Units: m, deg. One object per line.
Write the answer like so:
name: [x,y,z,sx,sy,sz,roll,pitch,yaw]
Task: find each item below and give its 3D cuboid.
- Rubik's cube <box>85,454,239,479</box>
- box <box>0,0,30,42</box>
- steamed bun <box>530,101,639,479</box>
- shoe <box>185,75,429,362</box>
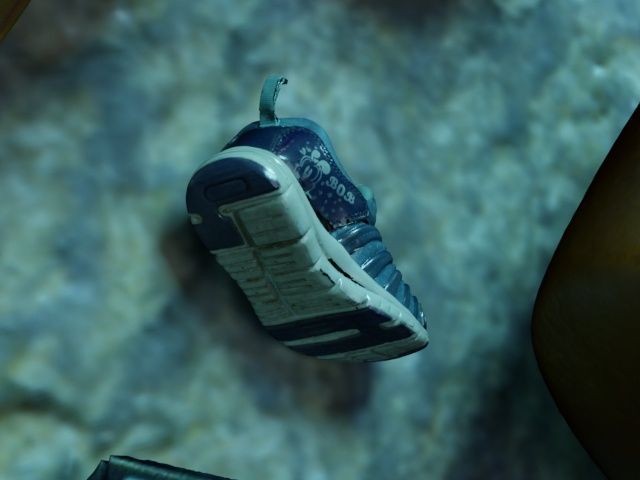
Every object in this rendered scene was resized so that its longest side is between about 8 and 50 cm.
Rubik's cube: [-0.014,0.250,0.700,0.250,0.246,0.248,49,63,-29]
box: [-0.168,-0.134,0.709,0.156,0.022,0.089,45,66,-30]
steamed bun: [0.250,0.049,0.900,0.235,0.248,0.379,-57,132,-19]
shoe: [0.000,0.000,0.826,0.143,0.064,0.071,51,44,-33]
